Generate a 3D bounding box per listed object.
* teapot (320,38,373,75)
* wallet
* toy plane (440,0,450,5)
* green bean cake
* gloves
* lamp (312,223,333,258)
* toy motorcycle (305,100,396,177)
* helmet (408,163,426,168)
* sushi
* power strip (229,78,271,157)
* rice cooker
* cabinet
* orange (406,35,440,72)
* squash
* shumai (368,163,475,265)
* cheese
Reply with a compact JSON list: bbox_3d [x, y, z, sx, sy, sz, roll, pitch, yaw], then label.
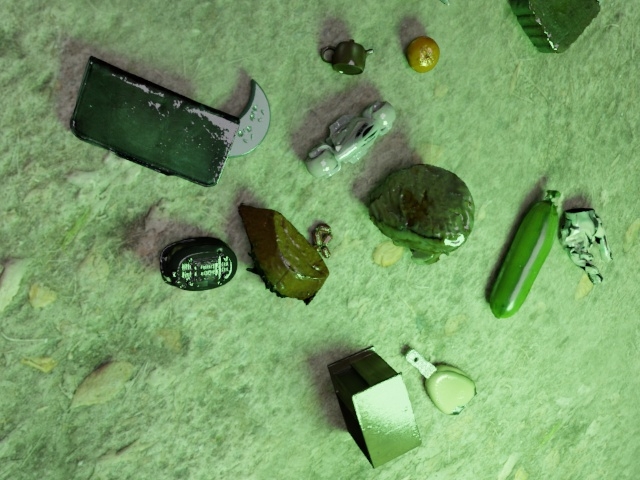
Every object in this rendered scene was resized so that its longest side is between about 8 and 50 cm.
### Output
[{"bbox_3d":[0.059,-0.419,1.262,0.121,0.076,0.068,9,89,9],"label":"teapot"},{"bbox_3d":[-0.338,-0.233,1.147,0.317,0.045,0.173,20,101,-11],"label":"wallet"},{"bbox_3d":[0.171,-0.633,1.219,0.223,0.104,0.326,-40,96,-7],"label":"toy plane"},{"bbox_3d":[0.580,-0.579,1.392,0.181,0.094,0.173,-47,113,-5],"label":"green bean cake"},{"bbox_3d":[0.745,0.019,1.578,0.127,0.111,0.212,-18,106,-40],"label":"gloves"},{"bbox_3d":[0.000,0.000,1.355,0.063,0.031,0.083,9,95,-22],"label":"lamp"},{"bbox_3d":[0.076,-0.232,1.286,0.254,0.112,0.112,-39,111,-9],"label":"toy motorcycle"},{"bbox_3d":[0.249,-0.166,1.392,0.083,0.049,0.065,23,134,-1],"label":"helmet"},{"bbox_3d":[-0.097,0.048,1.279,0.287,0.140,0.149,45,51,-21],"label":"sushi"},{"bbox_3d":[-0.200,-0.245,1.222,0.216,0.044,0.137,-35,111,-10],"label":"power strip"},{"bbox_3d":[-0.267,0.052,1.234,0.165,0.106,0.112,-9,109,-28],"label":"rice cooker"},{"bbox_3d":[0.138,0.412,1.414,0.148,0.175,0.215,-22,107,-13],"label":"cabinet"},{"bbox_3d":[0.243,-0.439,1.319,0.083,0.070,0.083,-5,107,-15],"label":"orange"},{"bbox_3d":[0.562,0.041,1.522,0.101,0.101,0.379,20,93,-22],"label":"squash"},{"bbox_3d":[0.259,-0.055,1.355,0.189,0.255,0.218,-59,148,-13],"label":"shumai"},{"bbox_3d":[0.321,0.376,1.536,0.251,0.054,0.127,43,86,-21],"label":"cheese"}]
